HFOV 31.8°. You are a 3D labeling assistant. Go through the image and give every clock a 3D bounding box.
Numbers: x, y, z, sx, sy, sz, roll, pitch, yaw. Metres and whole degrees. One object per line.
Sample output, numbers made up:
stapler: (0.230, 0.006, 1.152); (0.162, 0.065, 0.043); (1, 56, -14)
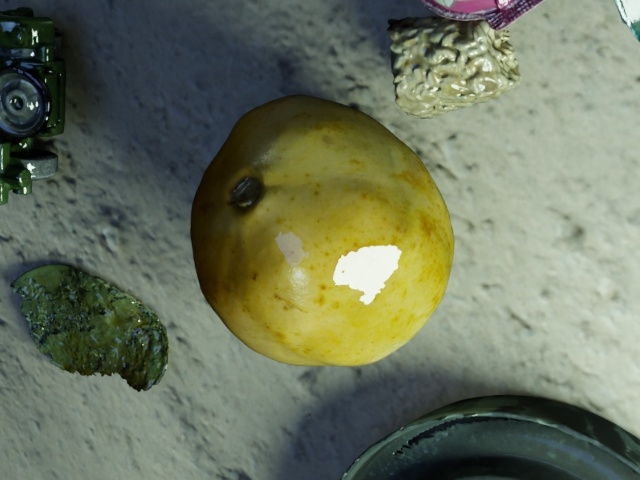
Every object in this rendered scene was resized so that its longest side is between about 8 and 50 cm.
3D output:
clock: (0.176, 0.324, 0.996); (0.386, 0.076, 0.386); (6, 103, 26)

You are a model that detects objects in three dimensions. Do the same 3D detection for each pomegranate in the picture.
pomegranate: (-0.003, -0.002, 0.942); (0.233, 0.233, 0.233); (6, 103, 27)

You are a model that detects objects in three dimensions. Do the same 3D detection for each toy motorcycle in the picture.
toy motorcycle: (-0.373, -0.144, 1.164); (0.275, 0.127, 0.205); (12, 109, 22)

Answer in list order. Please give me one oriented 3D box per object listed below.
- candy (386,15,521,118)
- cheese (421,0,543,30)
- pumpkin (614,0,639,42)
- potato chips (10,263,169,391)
candy: (0.106, -0.145, 0.926); (0.110, 0.095, 0.085); (-5, 94, 24)
cheese: (0.118, -0.275, 0.887); (0.155, 0.062, 0.244); (-30, 63, 29)
pumpkin: (0.242, -0.289, 0.723); (0.197, 0.293, 0.263); (-23, 48, 27)
potato chips: (-0.250, 0.096, 1.206); (0.209, 0.026, 0.142); (42, 118, 15)
